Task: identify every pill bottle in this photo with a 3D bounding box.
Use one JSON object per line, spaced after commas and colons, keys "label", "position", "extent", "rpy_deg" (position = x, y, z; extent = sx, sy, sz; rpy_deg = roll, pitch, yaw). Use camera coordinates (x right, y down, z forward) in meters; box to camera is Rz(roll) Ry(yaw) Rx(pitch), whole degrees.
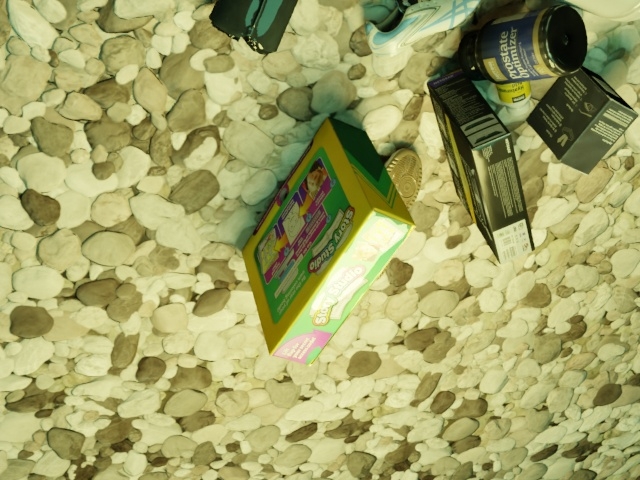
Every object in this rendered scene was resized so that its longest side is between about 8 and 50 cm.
{"label": "pill bottle", "position": [0.377, -0.304, 1.809], "extent": [0.065, 0.065, 0.116], "rpy_deg": [-24, 132, 2]}
{"label": "pill bottle", "position": [0.357, -0.345, 1.661], "extent": [0.122, 0.219, 0.123], "rpy_deg": [-1, 91, -37]}

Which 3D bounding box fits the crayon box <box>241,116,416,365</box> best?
{"label": "crayon box", "position": [0.000, 0.000, 1.766], "extent": [0.106, 0.313, 0.363], "rpy_deg": [18, 121, -30]}

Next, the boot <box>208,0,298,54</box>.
{"label": "boot", "position": [-0.045, -0.410, 1.555], "extent": [0.246, 0.094, 0.207], "rpy_deg": [15, 119, -21]}

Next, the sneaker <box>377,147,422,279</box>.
{"label": "sneaker", "position": [0.104, -0.062, 1.909], "extent": [0.099, 0.153, 0.282], "rpy_deg": [22, 88, -29]}

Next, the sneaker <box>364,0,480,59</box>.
{"label": "sneaker", "position": [0.189, -0.409, 1.648], "extent": [0.237, 0.085, 0.086], "rpy_deg": [-30, 124, 2]}

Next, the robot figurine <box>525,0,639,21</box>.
{"label": "robot figurine", "position": [0.480, -0.497, 1.594], "extent": [0.353, 0.200, 0.300], "rpy_deg": [10, 141, -25]}

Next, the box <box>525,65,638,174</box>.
{"label": "box", "position": [0.519, -0.245, 1.846], "extent": [0.093, 0.156, 0.158], "rpy_deg": [19, 120, -32]}

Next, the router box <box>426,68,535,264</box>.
{"label": "router box", "position": [0.313, -0.143, 1.802], "extent": [0.081, 0.243, 0.309], "rpy_deg": [-23, 132, 1]}
